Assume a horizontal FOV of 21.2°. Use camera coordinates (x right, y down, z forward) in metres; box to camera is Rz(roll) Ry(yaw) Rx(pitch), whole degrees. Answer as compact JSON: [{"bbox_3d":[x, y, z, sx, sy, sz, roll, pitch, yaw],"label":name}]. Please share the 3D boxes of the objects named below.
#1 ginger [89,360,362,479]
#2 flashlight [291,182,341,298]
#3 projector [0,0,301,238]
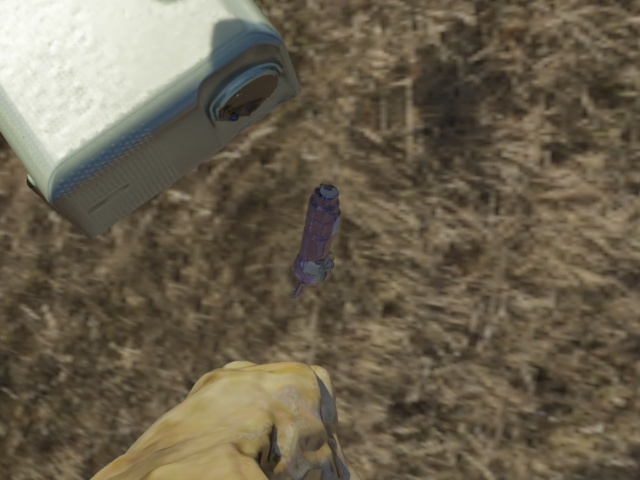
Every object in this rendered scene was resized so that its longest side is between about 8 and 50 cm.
[{"bbox_3d":[-0.074,0.150,0.460,0.130,0.221,0.276,34,84,-43],"label":"ginger"},{"bbox_3d":[0.000,0.000,1.357,0.031,0.110,0.052,27,47,15],"label":"flashlight"},{"bbox_3d":[-0.140,-0.143,1.274,0.242,0.163,0.177,-36,76,-5],"label":"projector"}]
